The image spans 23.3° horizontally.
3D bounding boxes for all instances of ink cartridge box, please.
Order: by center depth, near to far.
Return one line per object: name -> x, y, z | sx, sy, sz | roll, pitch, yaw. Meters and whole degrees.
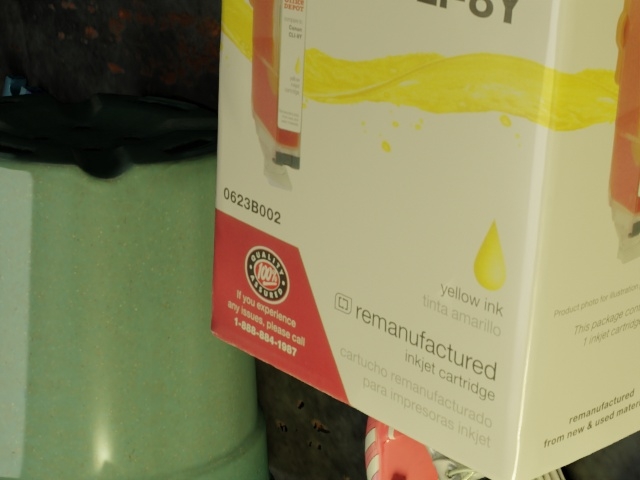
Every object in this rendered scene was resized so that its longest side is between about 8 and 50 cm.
ink cartridge box -> 0.079, -0.093, 0.932 | 0.279, 0.160, 0.385 | 23, 118, 43

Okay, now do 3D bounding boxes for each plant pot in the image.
plant pot -> -0.192, 0.065, 1.274 | 0.341, 0.341, 0.334 | 22, 115, 45

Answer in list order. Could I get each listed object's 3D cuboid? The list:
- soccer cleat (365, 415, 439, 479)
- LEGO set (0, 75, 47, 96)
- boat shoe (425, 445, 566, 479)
soccer cleat -> 0.067, 0.218, 1.201 | 0.095, 0.083, 0.248 | 8, 116, 55
LEGO set -> -0.284, -0.088, 1.486 | 0.227, 0.087, 0.093 | 33, 115, 39
boat shoe -> 0.125, 0.163, 1.064 | 0.083, 0.076, 0.226 | -36, 92, 28
